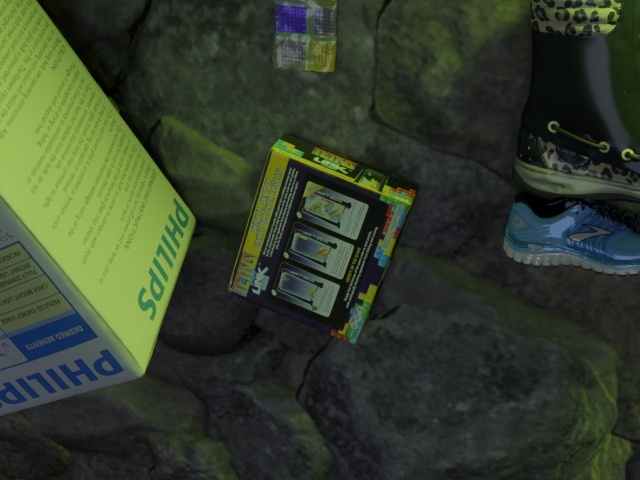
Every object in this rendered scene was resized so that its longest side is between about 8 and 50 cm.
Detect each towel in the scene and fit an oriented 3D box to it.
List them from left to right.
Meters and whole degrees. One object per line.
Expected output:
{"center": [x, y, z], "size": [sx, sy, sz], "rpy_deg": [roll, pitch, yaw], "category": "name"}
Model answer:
{"center": [-0.014, -0.190, 1.016], "size": [0.060, 0.009, 0.083], "rpy_deg": [11, 119, 12], "category": "towel"}

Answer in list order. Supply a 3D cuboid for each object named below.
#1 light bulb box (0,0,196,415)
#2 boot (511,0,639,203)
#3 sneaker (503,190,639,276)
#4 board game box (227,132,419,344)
{"center": [-0.369, -0.030, 1.039], "size": [0.358, 0.225, 0.361], "rpy_deg": [-17, 124, 23], "category": "light bulb box"}
{"center": [0.276, -0.122, 0.924], "size": [0.236, 0.085, 0.179], "rpy_deg": [4, 115, 15], "category": "boot"}
{"center": [0.243, -0.014, 1.003], "size": [0.162, 0.063, 0.073], "rpy_deg": [3, 114, 15], "category": "sneaker"}
{"center": [0.000, 0.000, 1.089], "size": [0.141, 0.048, 0.170], "rpy_deg": [23, 121, 6], "category": "board game box"}
